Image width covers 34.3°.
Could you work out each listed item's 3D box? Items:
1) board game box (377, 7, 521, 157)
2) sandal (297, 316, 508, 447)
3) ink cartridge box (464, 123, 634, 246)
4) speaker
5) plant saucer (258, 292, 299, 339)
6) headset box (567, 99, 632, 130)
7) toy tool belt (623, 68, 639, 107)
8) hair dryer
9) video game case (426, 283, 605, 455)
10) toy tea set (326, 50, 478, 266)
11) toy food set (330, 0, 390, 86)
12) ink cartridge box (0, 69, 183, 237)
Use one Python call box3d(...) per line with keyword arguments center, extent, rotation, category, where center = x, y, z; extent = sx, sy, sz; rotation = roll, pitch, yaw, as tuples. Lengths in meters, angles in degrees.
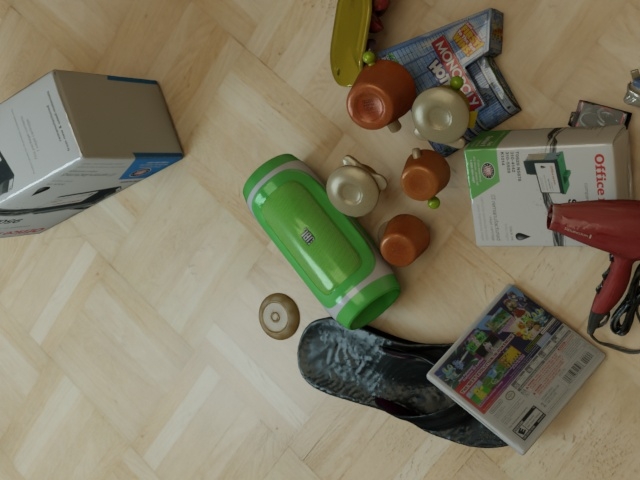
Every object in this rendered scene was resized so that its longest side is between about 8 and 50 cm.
box3d(center=(0.217, -0.260, 1.604), extent=(0.194, 0.060, 0.194), rotation=(-33, 78, 27), category="board game box")
box3d(center=(0.150, 0.231, 1.647), extent=(0.446, 0.107, 0.167), rotation=(8, 97, 27), category="sandal")
box3d(center=(0.336, -0.078, 1.514), extent=(0.219, 0.092, 0.160), rotation=(-1, 112, 29), category="ink cartridge box")
box3d(center=(0.000, 0.000, 1.695), extent=(0.131, 0.131, 0.296), rotation=(-47, 70, 23), category="speaker")
box3d(center=(-0.076, 0.134, 1.813), extent=(0.083, 0.015, 0.083), rotation=(2, 94, 28), category="plant saucer")
box3d(center=(0.406, -0.169, 1.524), extent=(0.083, 0.032, 0.062), rotation=(21, 103, 24), category="headset box")
box3d(center=(0.477, -0.212, 1.474), extent=(0.083, 0.052, 0.051), rotation=(17, 110, 25), category="toy tool belt")
box3d(center=(0.419, 0.042, 1.427), extent=(0.223, 0.080, 0.293), rotation=(-38, 112, 23), category="hair dryer")
box3d(center=(0.292, 0.189, 1.551), extent=(0.183, 0.023, 0.201), rotation=(38, 72, 21), category="video game case")
box3d(center=(0.122, -0.127, 1.606), extent=(0.200, 0.124, 0.336), rotation=(21, 123, 12), category="toy tea set")
box3d(center=(0.077, -0.352, 1.656), extent=(0.128, 0.071, 0.218), rotation=(-134, 50, -59), category="toy food set")
box3d(center=(-0.495, -0.142, 1.864), extent=(0.395, 0.285, 0.166), rotation=(-24, 83, 28), category="ink cartridge box")
